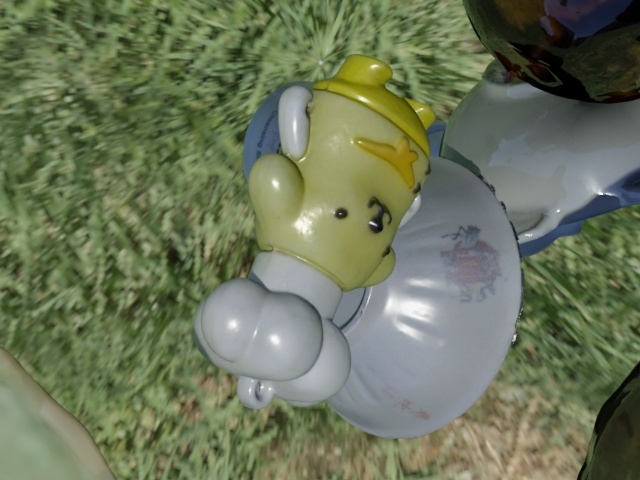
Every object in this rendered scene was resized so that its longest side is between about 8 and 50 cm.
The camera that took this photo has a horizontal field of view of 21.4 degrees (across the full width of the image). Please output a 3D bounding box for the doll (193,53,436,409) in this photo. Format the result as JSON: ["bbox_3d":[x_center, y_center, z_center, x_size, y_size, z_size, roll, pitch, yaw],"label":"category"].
[{"bbox_3d":[0.000,0.000,0.753,0.106,0.062,0.162,37,72,-45],"label":"doll"}]

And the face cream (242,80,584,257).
[{"bbox_3d":[0.090,-0.057,1.704,0.145,0.370,0.145,-16,115,-38],"label":"face cream"}]

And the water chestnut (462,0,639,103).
[{"bbox_3d":[0.207,-0.227,1.008,0.300,0.300,0.300,0,96,0],"label":"water chestnut"}]

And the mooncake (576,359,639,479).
[{"bbox_3d":[0.257,0.143,0.822,0.290,0.161,0.290,-14,125,-21],"label":"mooncake"}]

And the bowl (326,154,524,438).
[{"bbox_3d":[0.029,0.029,1.076,0.189,0.086,0.189,-9,77,40],"label":"bowl"}]

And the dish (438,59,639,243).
[{"bbox_3d":[0.180,-0.095,1.183,0.228,0.236,0.086,-15,113,13],"label":"dish"}]

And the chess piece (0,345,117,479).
[{"bbox_3d":[-0.247,0.221,0.542,0.234,0.234,0.442,39,122,-4],"label":"chess piece"}]
